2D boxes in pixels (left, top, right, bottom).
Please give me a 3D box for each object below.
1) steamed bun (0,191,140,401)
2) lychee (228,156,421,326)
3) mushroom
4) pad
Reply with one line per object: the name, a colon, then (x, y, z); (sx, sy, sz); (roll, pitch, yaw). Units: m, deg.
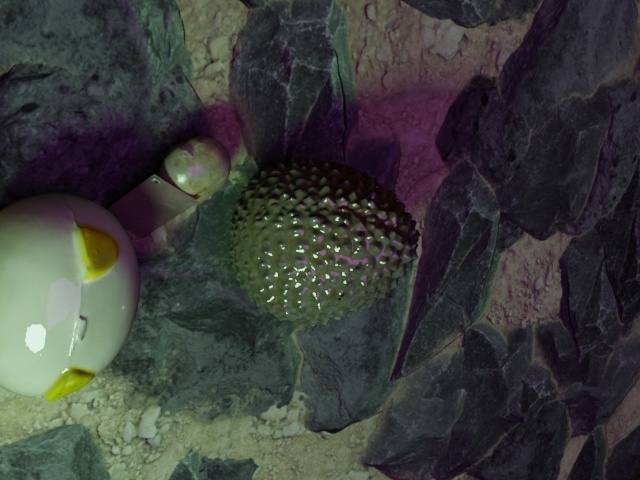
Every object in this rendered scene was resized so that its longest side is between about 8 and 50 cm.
steamed bun: (-0.491, 0.099, 1.355); (0.334, 0.334, 0.373); (4, 105, -33)
lychee: (0.000, 0.000, 1.600); (0.380, 0.433, 0.380); (26, 60, -55)
mushroom: (-0.264, -0.147, 1.521); (0.166, 0.166, 0.127); (-41, 85, -13)
pad: (-0.349, -0.064, 1.499); (0.113, 0.188, 0.006); (33, 43, -37)
